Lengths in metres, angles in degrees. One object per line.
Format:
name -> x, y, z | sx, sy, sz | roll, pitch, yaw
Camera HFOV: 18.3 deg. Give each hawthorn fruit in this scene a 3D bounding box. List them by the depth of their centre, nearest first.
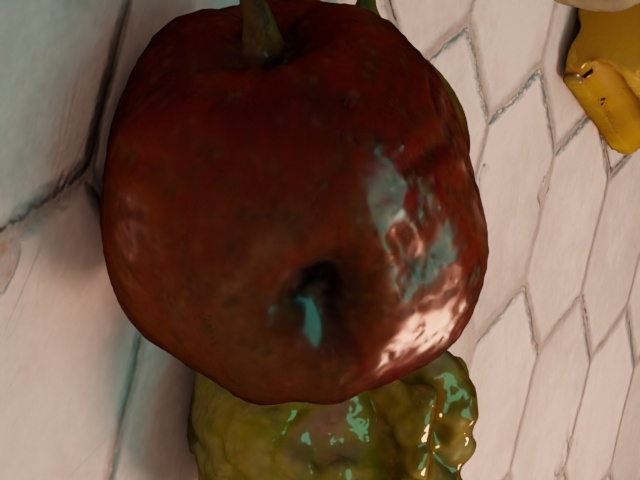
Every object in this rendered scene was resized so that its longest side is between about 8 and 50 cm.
hawthorn fruit -> -0.016, -0.027, 1.272 | 0.258, 0.258, 0.262 | -3, 91, -67

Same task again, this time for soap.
soap -> 0.370, -0.222, 2.253 | 0.324, 0.096, 0.204 | 37, 68, -66

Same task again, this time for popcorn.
popcorn -> 0.014, 0.129, 1.466 | 0.259, 0.212, 0.259 | -53, 159, -30

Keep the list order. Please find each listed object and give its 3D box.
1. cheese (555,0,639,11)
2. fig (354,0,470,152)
cheese -> 0.173, -0.309, 1.549 | 0.173, 0.251, 0.248 | -40, 140, 0
fig -> 0.041, -0.112, 1.479 | 0.143, 0.160, 0.231 | 48, 45, -35
